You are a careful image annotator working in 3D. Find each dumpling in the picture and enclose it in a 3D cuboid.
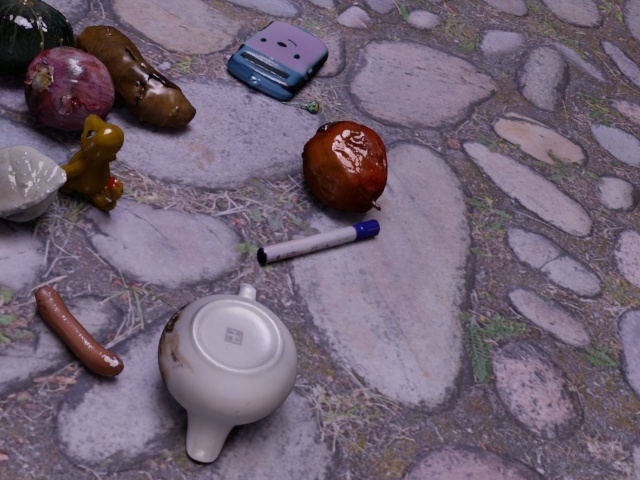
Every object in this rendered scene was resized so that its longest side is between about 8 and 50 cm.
[{"bbox_3d":[-0.498,-0.080,1.446,0.176,0.092,0.150,21,55,5],"label":"dumpling"}]

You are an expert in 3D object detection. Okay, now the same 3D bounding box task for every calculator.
[{"bbox_3d":[-0.094,-0.410,2.037,0.173,0.051,0.293,29,40,5],"label":"calculator"}]

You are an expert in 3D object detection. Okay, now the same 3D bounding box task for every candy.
[{"bbox_3d":[-0.043,-0.293,1.958,0.083,0.025,0.023,4,15,-9],"label":"candy"}]

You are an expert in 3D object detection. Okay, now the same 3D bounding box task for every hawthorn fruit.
[{"bbox_3d":[0.050,-0.144,1.729,0.173,0.173,0.179,11,40,-14],"label":"hawthorn fruit"}]

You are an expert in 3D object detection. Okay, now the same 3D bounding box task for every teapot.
[{"bbox_3d":[-0.133,0.169,1.316,0.204,0.139,0.298,19,42,-2],"label":"teapot"}]

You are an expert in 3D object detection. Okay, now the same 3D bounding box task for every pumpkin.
[{"bbox_3d":[-0.566,-0.386,1.710,0.190,0.146,0.190,24,16,-7],"label":"pumpkin"}]

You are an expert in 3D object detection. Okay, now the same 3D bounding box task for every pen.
[{"bbox_3d":[0.000,0.000,1.642,0.269,0.033,0.033,-13,52,-36],"label":"pen"}]

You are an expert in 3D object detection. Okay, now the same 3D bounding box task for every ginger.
[{"bbox_3d":[-0.377,-0.327,1.756,0.309,0.107,0.133,42,8,12],"label":"ginger"}]

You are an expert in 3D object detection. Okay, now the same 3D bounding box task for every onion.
[{"bbox_3d":[-0.446,-0.273,1.659,0.159,0.159,0.195,43,14,22],"label":"onion"}]

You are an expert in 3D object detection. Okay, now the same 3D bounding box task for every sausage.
[{"bbox_3d":[-0.356,0.136,1.317,0.186,0.043,0.043,41,43,22],"label":"sausage"}]

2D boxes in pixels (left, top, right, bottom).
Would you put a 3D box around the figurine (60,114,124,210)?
[{"bbox_3d":[-0.366,-0.122,1.501,0.121,0.176,0.122,-28,73,-41],"label":"figurine"}]
